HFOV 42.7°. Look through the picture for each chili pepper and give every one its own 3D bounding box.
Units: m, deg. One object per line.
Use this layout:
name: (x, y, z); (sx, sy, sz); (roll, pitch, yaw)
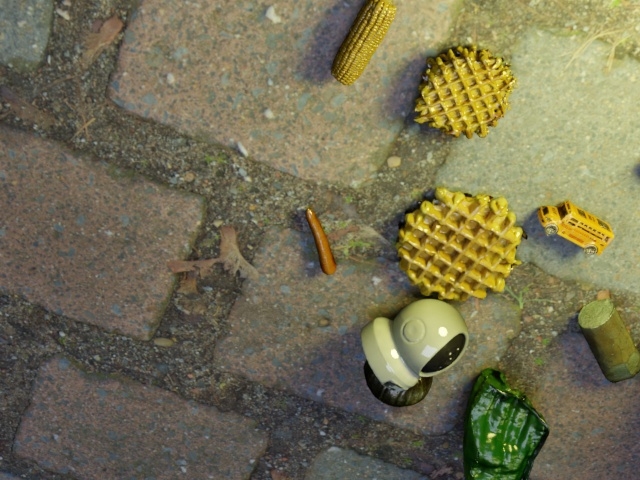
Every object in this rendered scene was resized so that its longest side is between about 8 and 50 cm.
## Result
chili pepper: (0.473, 0.510, 2.154); (0.213, 0.167, 0.384); (-4, 114, -9)

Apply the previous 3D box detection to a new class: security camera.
security camera: (0.239, 0.238, 1.969); (0.236, 0.194, 0.194); (-30, 117, 19)

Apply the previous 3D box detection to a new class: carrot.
carrot: (0.000, 0.000, 1.918); (0.037, 0.037, 0.190); (-10, 120, 13)

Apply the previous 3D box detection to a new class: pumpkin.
pumpkin: (0.202, 0.373, 2.118); (0.184, 0.107, 0.119); (13, 121, -5)

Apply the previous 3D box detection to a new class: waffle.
waffle: (0.293, -0.297, 1.648); (0.197, 0.070, 0.193); (9, 126, -3)
waffle: (0.320, 0.024, 1.878); (0.329, 0.062, 0.329); (3, 125, 4)

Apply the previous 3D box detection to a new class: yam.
yam: (0.708, 0.259, 1.979); (0.106, 0.106, 0.259); (-24, 118, 22)

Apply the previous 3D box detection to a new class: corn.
corn: (0.083, -0.394, 1.603); (0.068, 0.068, 0.207); (25, 127, -11)

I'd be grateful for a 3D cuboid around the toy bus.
toy bus: (0.560, -0.034, 1.802); (0.162, 0.069, 0.074); (26, 124, -13)
